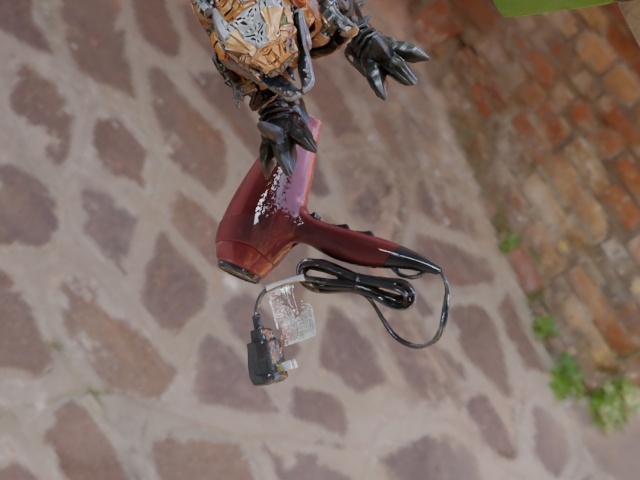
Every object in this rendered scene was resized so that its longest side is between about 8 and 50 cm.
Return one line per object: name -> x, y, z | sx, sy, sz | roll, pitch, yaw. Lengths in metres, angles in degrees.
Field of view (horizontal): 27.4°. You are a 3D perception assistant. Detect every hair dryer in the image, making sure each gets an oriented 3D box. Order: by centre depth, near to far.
hair dryer -> 0.000, 0.000, 1.380 | 0.080, 0.224, 0.293 | 65, 8, -73

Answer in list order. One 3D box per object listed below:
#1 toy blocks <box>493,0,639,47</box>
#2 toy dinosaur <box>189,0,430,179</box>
toy blocks -> 0.267, -0.187, 0.440 | 0.190, 0.381, 0.261 | 52, 53, -35
toy dinosaur -> -0.036, -0.194, 1.083 | 0.218, 0.164, 0.322 | 48, 32, -31
